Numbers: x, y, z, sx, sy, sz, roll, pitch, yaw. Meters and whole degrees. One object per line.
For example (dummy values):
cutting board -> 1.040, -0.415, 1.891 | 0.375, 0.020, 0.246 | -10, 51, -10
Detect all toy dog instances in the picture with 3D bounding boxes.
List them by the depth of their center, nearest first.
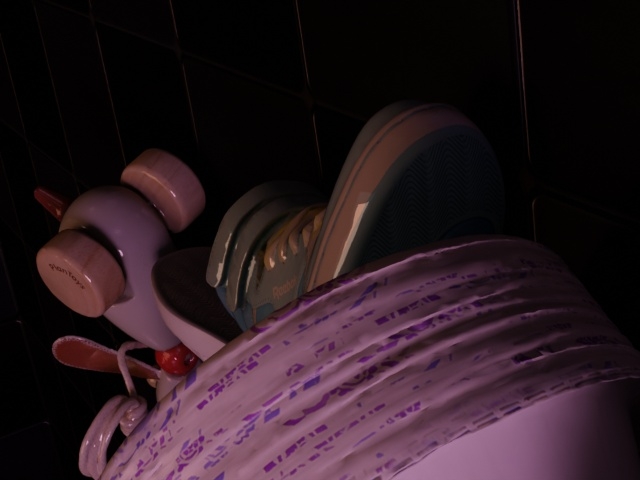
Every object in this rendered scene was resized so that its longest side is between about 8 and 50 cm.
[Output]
toy dog -> -0.203, 0.056, 1.134 | 0.161, 0.220, 0.334 | 24, 124, 32

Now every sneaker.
sneaker -> 0.000, 0.000, 0.722 | 0.208, 0.127, 0.319 | 52, 149, 34
sneaker -> -0.060, 0.131, 0.972 | 0.292, 0.108, 0.169 | 41, 140, 48

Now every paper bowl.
paper bowl -> 0.042, 0.143, 0.540 | 0.148, 0.284, 0.284 | 54, 152, 29
